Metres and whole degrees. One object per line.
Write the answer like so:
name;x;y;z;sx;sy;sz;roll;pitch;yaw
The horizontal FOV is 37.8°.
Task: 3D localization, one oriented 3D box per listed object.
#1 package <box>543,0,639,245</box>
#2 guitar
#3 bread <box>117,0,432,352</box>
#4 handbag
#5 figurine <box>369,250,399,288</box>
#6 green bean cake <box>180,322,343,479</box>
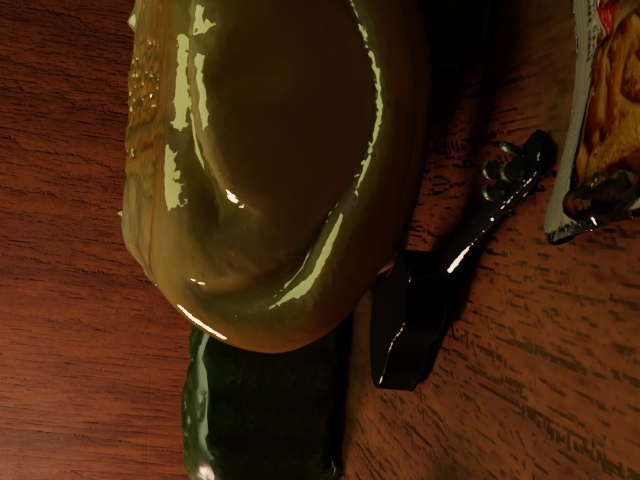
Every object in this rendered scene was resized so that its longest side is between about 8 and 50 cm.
package;0.141;-0.081;0.363;0.239;0.030;0.154;159;120;-79
guitar;0.080;0.017;0.611;0.271;0.038;0.084;113;160;-56
bread;-0.022;-0.088;0.664;0.270;0.211;0.315;-171;81;-70
handbag;0.084;-0.197;0.718;0.221;0.057;0.144;-172;83;-79
figurine;0.000;0.000;0.835;0.125;0.138;0.125;-20;-90;-77
green bean cake;-0.070;0.153;1.014;0.247;0.156;0.250;137;139;-76
